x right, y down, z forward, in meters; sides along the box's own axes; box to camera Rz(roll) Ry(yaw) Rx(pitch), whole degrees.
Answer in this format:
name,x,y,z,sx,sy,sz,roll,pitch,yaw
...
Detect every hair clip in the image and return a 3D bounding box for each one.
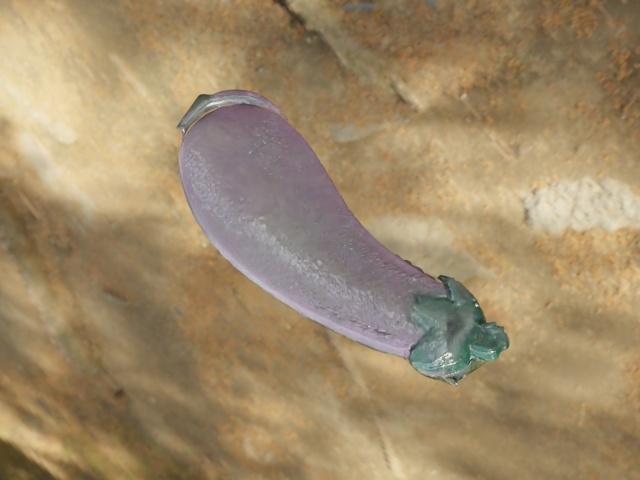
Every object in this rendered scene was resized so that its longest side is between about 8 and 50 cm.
name,x,y,z,sx,sy,sz,roll,pitch,yaw
hair clip,-0.002,0.002,0.910,0.359,0.095,0.110,42,109,13
